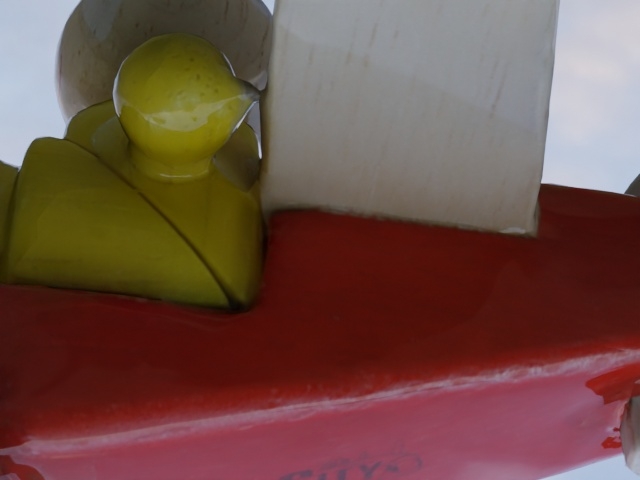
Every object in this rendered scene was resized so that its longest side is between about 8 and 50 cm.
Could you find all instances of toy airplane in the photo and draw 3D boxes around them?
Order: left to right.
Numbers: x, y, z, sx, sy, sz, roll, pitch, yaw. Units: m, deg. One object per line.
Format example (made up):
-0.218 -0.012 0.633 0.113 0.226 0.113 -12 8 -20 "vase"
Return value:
0.000 0.000 0.553 0.386 0.384 0.272 -41 -131 21 "toy airplane"
